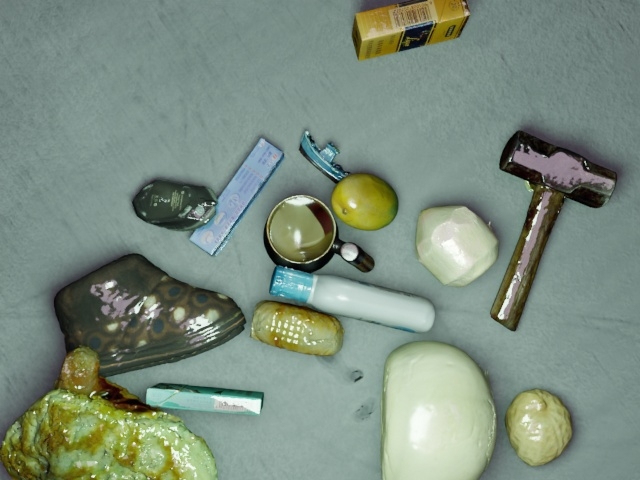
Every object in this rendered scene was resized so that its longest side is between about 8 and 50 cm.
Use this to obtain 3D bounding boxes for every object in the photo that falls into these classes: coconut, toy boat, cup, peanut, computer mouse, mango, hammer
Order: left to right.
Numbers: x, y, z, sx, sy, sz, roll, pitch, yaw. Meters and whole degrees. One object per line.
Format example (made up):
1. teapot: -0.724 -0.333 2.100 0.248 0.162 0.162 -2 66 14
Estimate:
1. computer mouse: -0.311 -0.071 1.947 0.192 0.062 0.106 4 67 10
2. cup: -0.003 -0.017 1.900 0.239 0.177 0.166 0 84 -1
3. toy boat: 0.011 -0.183 1.972 0.137 0.060 0.061 42 105 8
4. mango: 0.099 -0.083 1.909 0.092 0.194 0.130 -39 82 31
5. coconut: 0.281 0.001 1.913 0.171 0.171 0.183 -38 89 -4
6. hammer: 0.454 -0.007 1.951 0.242 0.095 0.409 20 95 -5
7. peanut: 0.459 0.390 1.908 0.140 0.109 0.159 -25 98 -31

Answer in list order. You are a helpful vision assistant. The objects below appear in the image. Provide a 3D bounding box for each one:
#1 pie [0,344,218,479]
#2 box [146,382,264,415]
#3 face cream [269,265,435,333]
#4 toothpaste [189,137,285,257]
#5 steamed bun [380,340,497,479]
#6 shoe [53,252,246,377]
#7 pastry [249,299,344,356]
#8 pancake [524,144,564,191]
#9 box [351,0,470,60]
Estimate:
1. pie: -0.415 0.459 1.783 0.418 0.180 0.395 40 120 4
2. box: -0.234 0.326 1.873 0.229 0.162 0.042 5 85 -1
3. face cream: 0.062 0.120 1.873 0.336 0.163 0.080 14 87 -10
4. toothpaste: -0.178 -0.092 1.966 0.066 0.053 0.272 34 86 6
5. steamed bun: 0.237 0.371 1.810 0.232 0.312 0.334 1 93 1
6. shoe: -0.358 0.140 1.882 0.383 0.171 0.237 -15 90 5
7. pastry: -0.046 0.180 1.885 0.192 0.182 0.093 12 88 11
8. pancake: 0.505 -0.155 2.000 0.129 0.022 0.116 -12 86 -7
9. box: 0.191 -0.463 1.953 0.237 0.152 0.070 -12 84 -2
